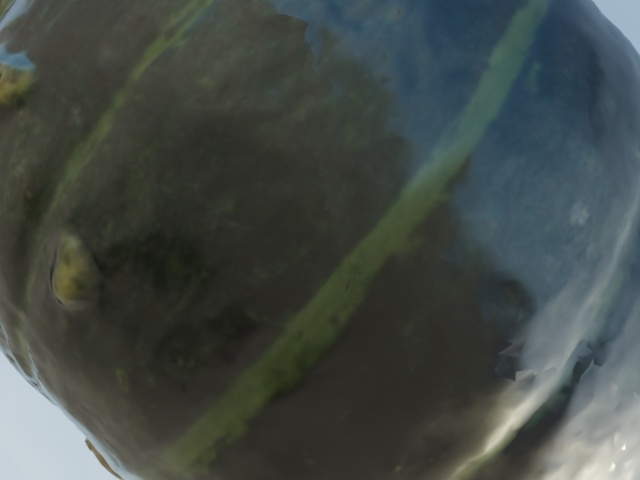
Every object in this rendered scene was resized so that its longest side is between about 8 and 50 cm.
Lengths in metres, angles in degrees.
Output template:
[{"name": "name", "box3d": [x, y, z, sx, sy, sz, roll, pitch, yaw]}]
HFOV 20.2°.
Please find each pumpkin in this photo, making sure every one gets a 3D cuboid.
[{"name": "pumpkin", "box3d": [0.000, 0.000, 0.700, 0.323, 0.241, 0.323, 36, -5, 4]}]
